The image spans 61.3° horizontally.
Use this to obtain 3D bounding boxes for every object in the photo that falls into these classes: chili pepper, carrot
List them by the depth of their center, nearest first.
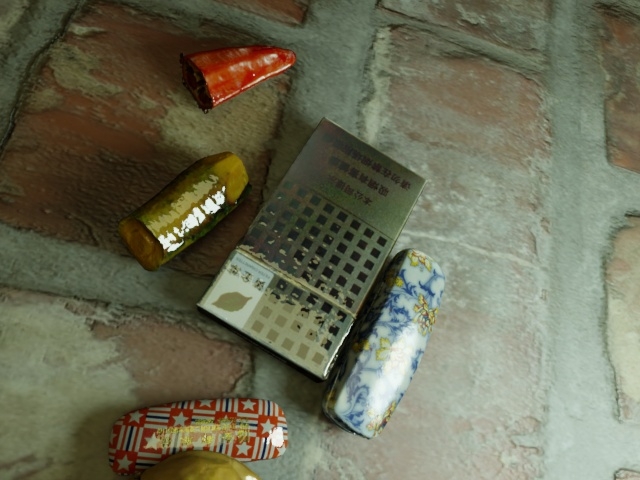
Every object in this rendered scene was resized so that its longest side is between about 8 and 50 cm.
[{"bbox_3d":[-0.164,-0.042,0.671,0.082,0.082,0.173,43,62,3],"label":"carrot"},{"bbox_3d":[-0.106,-0.246,0.775,0.168,0.065,0.088,-27,80,-26],"label":"chili pepper"}]

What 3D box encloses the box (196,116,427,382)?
[{"bbox_3d":[0.001,0.001,0.718,0.180,0.047,0.325,31,65,-2],"label":"box"}]

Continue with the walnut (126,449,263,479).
[{"bbox_3d":[-0.111,0.310,0.527,0.211,0.087,0.167,43,76,-8],"label":"walnut"}]

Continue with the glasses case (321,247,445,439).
[{"bbox_3d":[0.087,0.124,0.682,0.086,0.065,0.248,37,63,-12],"label":"glasses case"}]

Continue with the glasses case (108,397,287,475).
[{"bbox_3d":[-0.132,0.214,0.600,0.194,0.049,0.073,-1,70,-15],"label":"glasses case"}]
